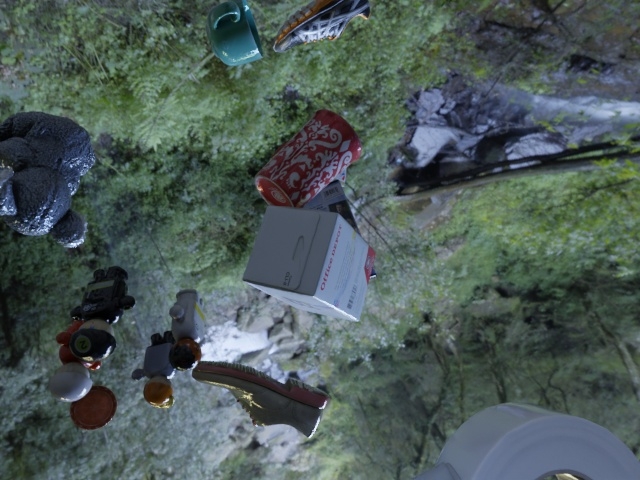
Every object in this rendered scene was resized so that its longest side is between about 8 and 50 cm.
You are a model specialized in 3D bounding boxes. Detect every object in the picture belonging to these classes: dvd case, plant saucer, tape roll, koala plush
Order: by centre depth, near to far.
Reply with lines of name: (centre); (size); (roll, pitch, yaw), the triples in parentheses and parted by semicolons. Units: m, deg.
tape roll: (0.295, 0.370, 0.618); (0.287, 0.286, 0.100); (-28, 177, -14)
koala plush: (-0.495, -0.097, 0.807); (0.204, 0.221, 0.196); (-32, 138, 9)
plant saucer: (-0.443, 0.327, 0.908); (0.084, 0.083, 0.013); (-15, 164, -30)
dvd case: (0.000, 0.000, 1.053); (0.181, 0.252, 0.022); (-22, 157, 7)

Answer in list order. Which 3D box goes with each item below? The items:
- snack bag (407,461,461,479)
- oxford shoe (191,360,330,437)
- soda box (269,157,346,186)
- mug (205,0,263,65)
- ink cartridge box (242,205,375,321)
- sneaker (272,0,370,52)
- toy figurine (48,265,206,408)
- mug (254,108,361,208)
snack bag: (0.039, 0.348, 0.260); (0.324, 0.342, 0.037); (-21, 134, -14)
oxford shoe: (-0.158, 0.384, 1.124); (0.123, 0.349, 0.130); (118, -10, -82)
soda box: (-0.039, -0.189, 1.285); (0.074, 0.216, 0.069); (8, 88, -58)
mug: (-0.197, -0.462, 1.014); (0.098, 0.129, 0.157); (-15, 144, 7)
ink cartridge box: (-0.010, 0.039, 0.730); (0.176, 0.128, 0.128); (42, 61, -57)
sneaker: (0.002, -0.428, 0.913); (0.215, 0.084, 0.083); (-27, 124, 16)
toy figurine: (-0.295, 0.166, 0.731); (0.210, 0.148, 0.213); (22, 127, -28)
mug: (-0.031, -0.126, 0.814); (0.169, 0.113, 0.150); (-48, -168, -22)
